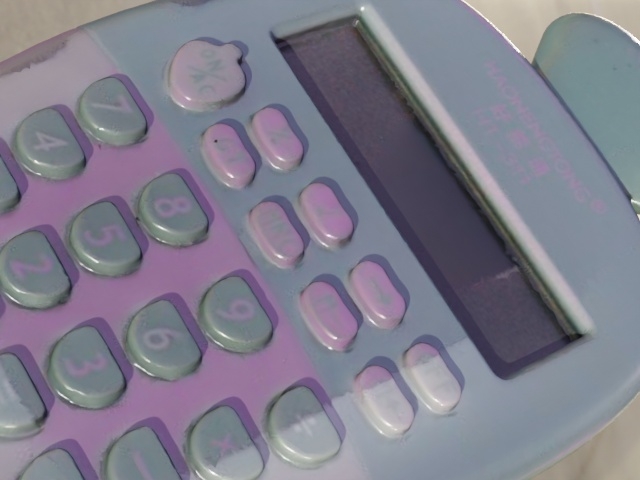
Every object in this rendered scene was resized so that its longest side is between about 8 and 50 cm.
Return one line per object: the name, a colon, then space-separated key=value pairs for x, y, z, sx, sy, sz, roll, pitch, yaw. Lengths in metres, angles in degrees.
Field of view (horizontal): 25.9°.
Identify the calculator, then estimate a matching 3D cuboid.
calculator: x=0.000 y=0.000 z=0.419 sx=0.299 sy=0.041 sz=0.185 roll=-22 pitch=69 yaw=-30
